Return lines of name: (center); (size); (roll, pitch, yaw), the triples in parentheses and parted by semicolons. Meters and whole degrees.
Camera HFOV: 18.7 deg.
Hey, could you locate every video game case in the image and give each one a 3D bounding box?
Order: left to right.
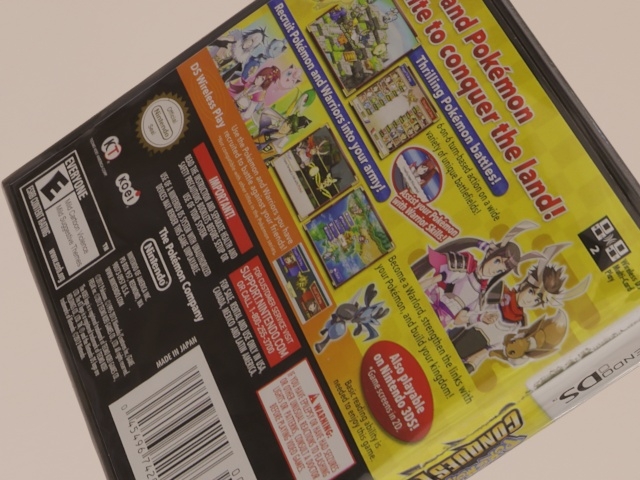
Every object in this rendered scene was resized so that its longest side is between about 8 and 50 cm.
video game case: (0.000, 0.000, 0.828); (0.035, 0.248, 0.275); (47, -168, -47)
